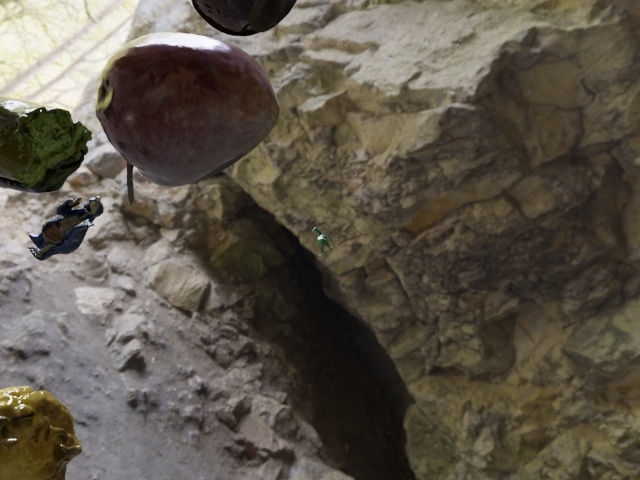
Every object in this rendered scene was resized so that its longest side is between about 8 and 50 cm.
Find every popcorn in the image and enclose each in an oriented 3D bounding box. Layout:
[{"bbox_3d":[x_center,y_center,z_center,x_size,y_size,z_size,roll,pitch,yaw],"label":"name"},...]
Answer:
[{"bbox_3d":[-0.572,0.397,0.974,0.189,0.251,0.250,11,-13,29],"label":"popcorn"}]

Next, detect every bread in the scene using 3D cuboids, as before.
[{"bbox_3d":[-0.854,-0.274,1.414,0.376,0.251,0.208,15,-10,17],"label":"bread"}]

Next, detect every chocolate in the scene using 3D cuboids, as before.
[{"bbox_3d":[-0.113,-0.347,0.649,0.177,0.176,0.177,48,8,-9],"label":"chocolate"}]

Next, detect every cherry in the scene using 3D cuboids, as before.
[{"bbox_3d":[-0.256,-0.254,1.034,0.326,0.334,0.292,125,-45,-78],"label":"cherry"}]

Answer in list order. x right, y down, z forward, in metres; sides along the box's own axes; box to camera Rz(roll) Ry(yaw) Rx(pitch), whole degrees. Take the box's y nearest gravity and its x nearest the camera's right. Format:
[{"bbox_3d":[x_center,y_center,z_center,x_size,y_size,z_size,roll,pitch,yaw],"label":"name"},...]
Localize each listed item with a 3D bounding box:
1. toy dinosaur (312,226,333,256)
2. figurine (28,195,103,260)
[{"bbox_3d":[0.000,0.000,1.145,0.062,0.021,0.083,54,26,2],"label":"toy dinosaur"},{"bbox_3d":[-0.762,-0.038,1.584,0.121,0.262,0.164,48,19,-53],"label":"figurine"}]
